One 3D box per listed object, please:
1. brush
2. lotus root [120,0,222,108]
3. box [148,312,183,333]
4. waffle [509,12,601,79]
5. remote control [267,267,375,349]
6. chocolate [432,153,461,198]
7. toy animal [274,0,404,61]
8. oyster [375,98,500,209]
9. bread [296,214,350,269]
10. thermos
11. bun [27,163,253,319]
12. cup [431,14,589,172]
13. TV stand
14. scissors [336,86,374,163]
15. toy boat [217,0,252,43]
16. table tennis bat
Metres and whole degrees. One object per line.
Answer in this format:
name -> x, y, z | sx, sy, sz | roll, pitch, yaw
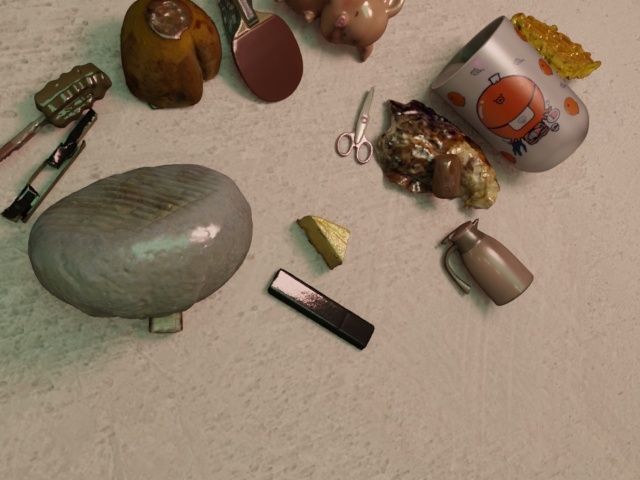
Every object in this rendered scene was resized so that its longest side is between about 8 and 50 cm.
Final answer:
brush -> -0.507, -0.210, 1.058 | 0.301, 0.084, 0.071 | -44, 135, -12
lotus root -> -0.274, -0.371, 1.111 | 0.199, 0.180, 0.188 | -7, 81, -20
box -> -0.288, 0.124, 1.099 | 0.062, 0.045, 0.098 | 2, 82, -19
waffle -> 0.558, -0.480, 1.444 | 0.229, 0.057, 0.219 | -17, 59, -42
remote control -> 0.005, 0.141, 1.211 | 0.245, 0.025, 0.063 | 32, 69, -13
chocolate -> 0.274, -0.134, 1.261 | 0.065, 0.031, 0.100 | -2, 112, -3
toy animal -> 0.032, -0.506, 1.250 | 0.250, 0.166, 0.154 | 35, 60, -8
oyster -> 0.256, -0.193, 1.311 | 0.271, 0.100, 0.274 | -7, 89, -5
bread -> 0.000, 0.000, 1.197 | 0.109, 0.084, 0.080 | 23, 73, -15
thermos -> 0.355, 0.052, 1.313 | 0.137, 0.105, 0.193 | -43, 94, 12
bun -> -0.286, 0.007, 0.983 | 0.362, 0.362, 0.211 | -12, 118, -20
cup -> 0.438, -0.314, 1.332 | 0.317, 0.212, 0.212 | 41, 71, -11
TV stand -> -0.484, -0.137, 1.074 | 0.042, 0.036, 0.249 | 34, 72, -10
scissors -> 0.093, -0.258, 1.301 | 0.086, 0.022, 0.176 | 20, 79, -12
toy boat -> -0.191, -0.524, 1.211 | 0.085, 0.078, 0.260 | -7, 87, -39
table tennis bat -> -0.126, -0.413, 1.195 | 0.154, 0.021, 0.274 | -42, 121, -23
